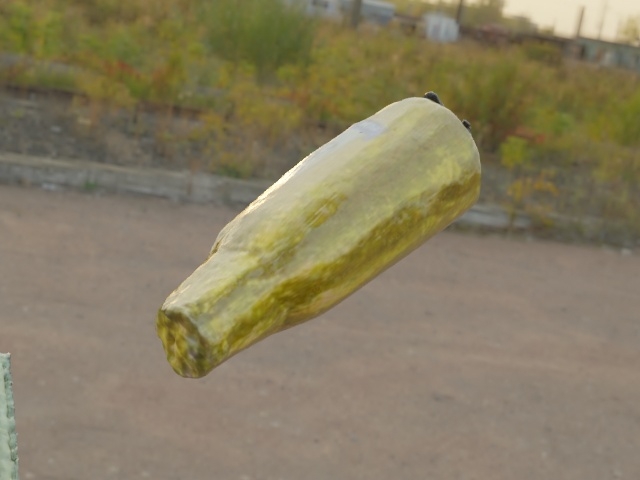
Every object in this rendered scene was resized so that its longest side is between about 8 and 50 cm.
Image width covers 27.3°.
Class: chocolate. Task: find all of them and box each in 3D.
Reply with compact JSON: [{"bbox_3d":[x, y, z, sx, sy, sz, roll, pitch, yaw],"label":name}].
[{"bbox_3d":[0.000,0.000,0.693,0.085,0.086,0.219,17,38,33],"label":"chocolate"}]

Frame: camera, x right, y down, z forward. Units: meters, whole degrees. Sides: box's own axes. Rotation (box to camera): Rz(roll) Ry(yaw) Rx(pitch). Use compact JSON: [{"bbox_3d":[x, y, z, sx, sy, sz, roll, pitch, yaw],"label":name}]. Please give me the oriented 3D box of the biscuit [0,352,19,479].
[{"bbox_3d":[-0.221,0.207,0.834,0.046,0.147,0.250,8,48,-24],"label":"biscuit"}]
